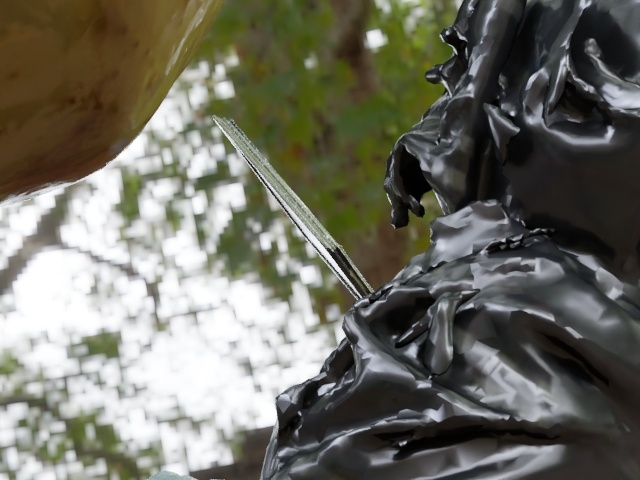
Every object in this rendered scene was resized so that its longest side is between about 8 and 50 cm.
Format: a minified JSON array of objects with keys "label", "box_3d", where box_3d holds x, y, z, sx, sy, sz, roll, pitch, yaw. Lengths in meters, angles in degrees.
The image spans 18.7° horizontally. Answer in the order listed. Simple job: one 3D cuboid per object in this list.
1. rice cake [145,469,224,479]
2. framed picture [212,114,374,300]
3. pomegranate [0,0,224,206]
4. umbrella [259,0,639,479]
[{"label":"rice cake","box_3d":[0.032,0.139,0.707,0.221,0.042,0.080,27,-19,-24]},{"label":"framed picture","box_3d":[0.000,0.000,1.785,0.014,0.252,0.197,-38,-48,-2]},{"label":"pomegranate","box_3d":[-0.201,-0.199,0.927,0.410,0.410,0.410,-10,-25,-5]},{"label":"umbrella","box_3d":[0.058,0.052,0.511,0.128,0.337,0.154,0,-36,47]}]
